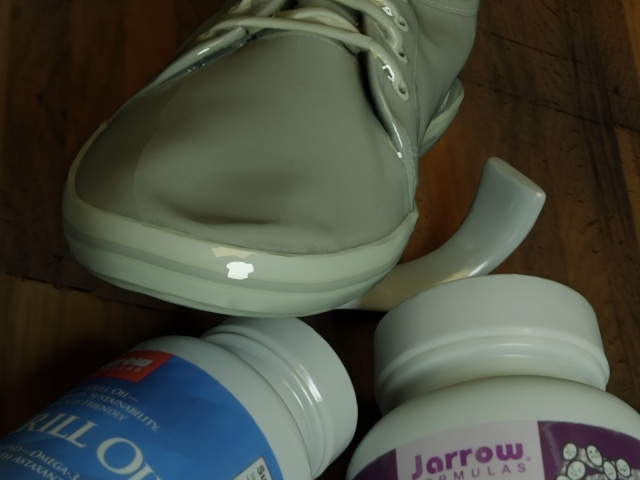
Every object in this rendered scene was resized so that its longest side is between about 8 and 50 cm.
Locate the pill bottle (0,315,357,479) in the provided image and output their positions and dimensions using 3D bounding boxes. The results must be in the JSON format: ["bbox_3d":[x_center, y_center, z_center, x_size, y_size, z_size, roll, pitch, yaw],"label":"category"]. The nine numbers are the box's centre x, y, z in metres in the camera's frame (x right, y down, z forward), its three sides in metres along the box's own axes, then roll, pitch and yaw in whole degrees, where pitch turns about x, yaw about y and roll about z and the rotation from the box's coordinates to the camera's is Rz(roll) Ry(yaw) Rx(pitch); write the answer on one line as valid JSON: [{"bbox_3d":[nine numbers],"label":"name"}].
[{"bbox_3d":[-0.082,0.120,0.728,0.124,0.124,0.221,48,45,5],"label":"pill bottle"}]

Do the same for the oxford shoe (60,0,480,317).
[{"bbox_3d":[-0.008,-0.082,0.809,0.169,0.130,0.449,18,24,10],"label":"oxford shoe"}]

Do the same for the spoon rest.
[{"bbox_3d":[0.000,0.000,0.894,0.276,0.084,0.137,-3,29,-31],"label":"spoon rest"}]

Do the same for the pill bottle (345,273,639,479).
[{"bbox_3d":[0.098,0.174,0.779,0.169,0.169,0.301,14,52,-26],"label":"pill bottle"}]
